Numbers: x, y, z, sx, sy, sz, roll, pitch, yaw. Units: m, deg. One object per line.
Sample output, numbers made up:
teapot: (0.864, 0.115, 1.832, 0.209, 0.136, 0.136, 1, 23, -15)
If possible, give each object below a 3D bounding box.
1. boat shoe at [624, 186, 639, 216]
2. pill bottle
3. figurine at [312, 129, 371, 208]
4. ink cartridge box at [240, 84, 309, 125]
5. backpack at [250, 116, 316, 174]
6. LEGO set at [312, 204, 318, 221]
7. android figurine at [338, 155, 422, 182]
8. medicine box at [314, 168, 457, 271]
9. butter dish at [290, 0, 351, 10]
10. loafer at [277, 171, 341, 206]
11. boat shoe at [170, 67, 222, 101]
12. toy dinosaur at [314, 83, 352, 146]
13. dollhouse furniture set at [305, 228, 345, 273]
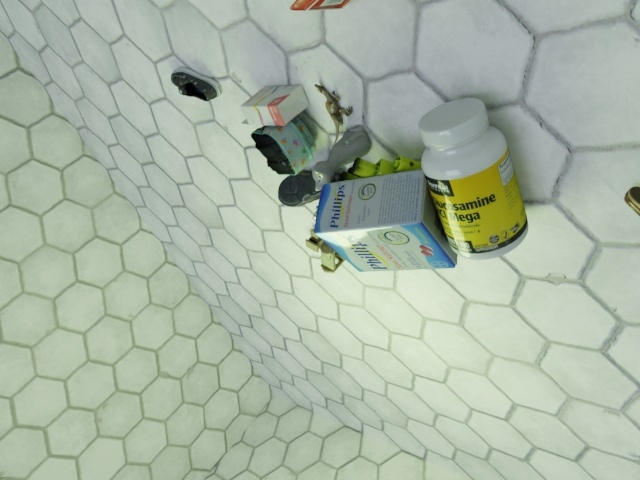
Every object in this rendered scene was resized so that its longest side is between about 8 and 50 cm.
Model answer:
boat shoe: (0.666, -0.034, 1.057, 0.178, 0.064, 0.060, 38, 148, 5)
pill bottle: (0.336, -0.135, 1.206, 0.188, 0.188, 0.334, 8, 135, 46)
figurine: (0.052, -0.171, 1.486, 0.092, 0.209, 0.215, 25, 145, 30)
ink cartridge box: (-0.145, -0.387, 1.547, 0.198, 0.115, 0.067, 11, 138, 43)
backpack: (-0.098, -0.278, 1.588, 0.166, 0.144, 0.188, 59, 170, -22)
LEGO set: (0.114, -0.037, 1.683, 0.287, 0.132, 0.107, 36, 160, -2)
android figurine: (0.192, -0.137, 1.409, 0.273, 0.056, 0.248, 16, 156, -16)
medicine box: (0.176, -0.038, 1.389, 0.289, 0.149, 0.263, -6, 152, 31)
butter dish: (0.019, -0.559, 1.123, 0.160, 0.160, 0.118, -15, 95, 56)
loafer: (-0.027, -0.161, 1.715, 0.302, 0.095, 0.109, -7, 79, 55)
boat shoe: (-0.427, -0.505, 1.780, 0.228, 0.076, 0.080, 27, 146, 27)
toy dinosaur: (0.042, -0.342, 1.460, 0.093, 0.053, 0.183, 27, 142, 56)
dollhouse furniture set: (0.000, 0.000, 1.879, 0.161, 0.101, 0.182, 28, 147, 26)
